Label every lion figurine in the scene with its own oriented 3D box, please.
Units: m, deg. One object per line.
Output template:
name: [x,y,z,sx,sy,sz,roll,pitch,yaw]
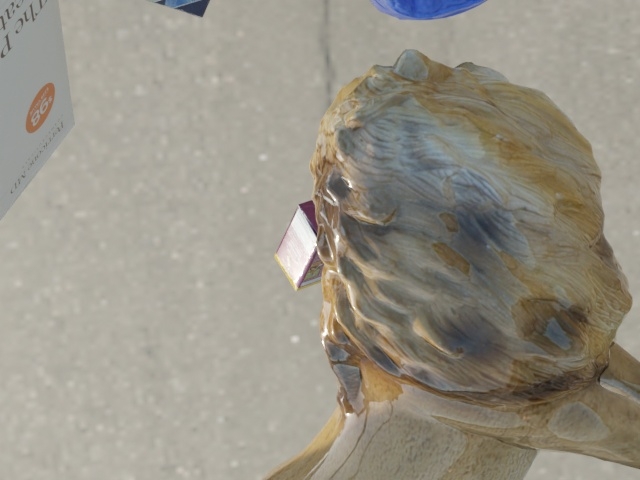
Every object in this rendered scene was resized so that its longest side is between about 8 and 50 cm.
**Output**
lion figurine: [0.048,0.106,0.865,0.142,0.240,0.392,-95,30,-61]

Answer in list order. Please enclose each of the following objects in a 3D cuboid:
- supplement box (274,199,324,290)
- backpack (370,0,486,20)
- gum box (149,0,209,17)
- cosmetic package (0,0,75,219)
supplement box: [0.000,0.000,1.558,0.043,0.055,0.083,58,147,22]
backpack: [0.056,-0.181,0.971,0.101,0.098,0.120,-103,-2,-80]
gum box: [-0.088,-0.231,1.002,0.041,0.157,0.184,30,102,29]
cosmetic package: [-0.334,-0.056,1.339,0.097,0.377,0.284,27,152,11]
